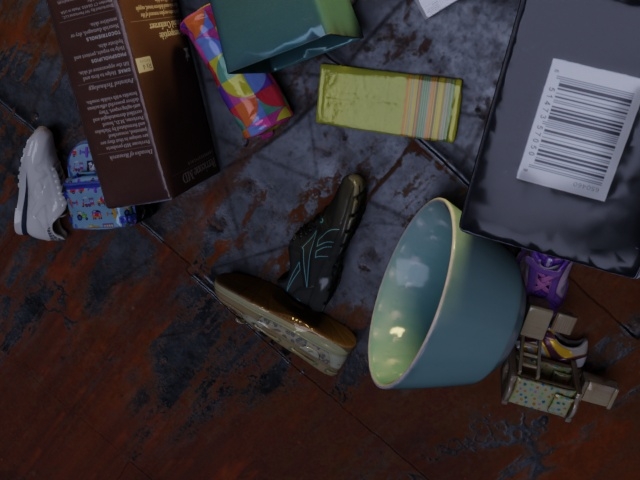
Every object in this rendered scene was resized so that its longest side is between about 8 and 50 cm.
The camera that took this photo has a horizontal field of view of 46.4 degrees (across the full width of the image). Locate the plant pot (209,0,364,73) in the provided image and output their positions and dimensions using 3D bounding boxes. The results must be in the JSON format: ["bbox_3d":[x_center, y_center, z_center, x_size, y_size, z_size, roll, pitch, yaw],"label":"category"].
[{"bbox_3d":[-0.067,-0.383,1.087,0.166,0.165,0.234,-14,97,23],"label":"plant pot"}]

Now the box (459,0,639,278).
[{"bbox_3d":[0.334,-0.176,0.949,0.212,0.395,0.293,16,115,11],"label":"box"}]

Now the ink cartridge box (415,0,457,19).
[{"bbox_3d":[0.222,-0.421,1.091,0.207,0.046,0.097,-27,100,25],"label":"ink cartridge box"}]

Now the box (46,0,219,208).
[{"bbox_3d":[-0.308,-0.264,1.249,0.143,0.191,0.381,-4,108,20],"label":"box"}]

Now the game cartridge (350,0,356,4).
[{"bbox_3d":[-0.074,-0.470,1.171,0.294,0.060,0.196,15,118,13],"label":"game cartridge"}]

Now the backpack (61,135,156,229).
[{"bbox_3d":[-0.395,-0.116,1.376,0.158,0.117,0.173,3,108,17],"label":"backpack"}]

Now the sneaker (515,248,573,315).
[{"bbox_3d":[0.359,0.037,1.184,0.095,0.104,0.236,14,115,12],"label":"sneaker"}]

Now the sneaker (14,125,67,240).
[{"bbox_3d":[-0.530,-0.109,1.451,0.095,0.090,0.235,14,118,-1],"label":"sneaker"}]

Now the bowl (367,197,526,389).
[{"bbox_3d":[0.209,0.103,1.179,0.163,0.311,0.311,18,116,-11],"label":"bowl"}]

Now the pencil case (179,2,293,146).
[{"bbox_3d":[-0.138,-0.278,1.239,0.104,0.104,0.236,-24,100,25],"label":"pencil case"}]

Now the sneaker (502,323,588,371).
[{"bbox_3d":[0.354,0.170,1.259,0.186,0.069,0.083,15,113,4],"label":"sneaker"}]

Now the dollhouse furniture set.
[{"bbox_3d":[0.393,0.194,1.164,0.182,0.101,0.161,14,118,5],"label":"dollhouse furniture set"}]

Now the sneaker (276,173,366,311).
[{"bbox_3d":[0.000,0.000,1.294,0.106,0.101,0.267,25,115,11],"label":"sneaker"}]

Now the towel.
[{"bbox_3d":[0.110,-0.226,1.219,0.237,0.021,0.102,11,107,16],"label":"towel"}]

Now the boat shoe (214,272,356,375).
[{"bbox_3d":[-0.077,0.155,1.375,0.285,0.104,0.089,29,113,6],"label":"boat shoe"}]
